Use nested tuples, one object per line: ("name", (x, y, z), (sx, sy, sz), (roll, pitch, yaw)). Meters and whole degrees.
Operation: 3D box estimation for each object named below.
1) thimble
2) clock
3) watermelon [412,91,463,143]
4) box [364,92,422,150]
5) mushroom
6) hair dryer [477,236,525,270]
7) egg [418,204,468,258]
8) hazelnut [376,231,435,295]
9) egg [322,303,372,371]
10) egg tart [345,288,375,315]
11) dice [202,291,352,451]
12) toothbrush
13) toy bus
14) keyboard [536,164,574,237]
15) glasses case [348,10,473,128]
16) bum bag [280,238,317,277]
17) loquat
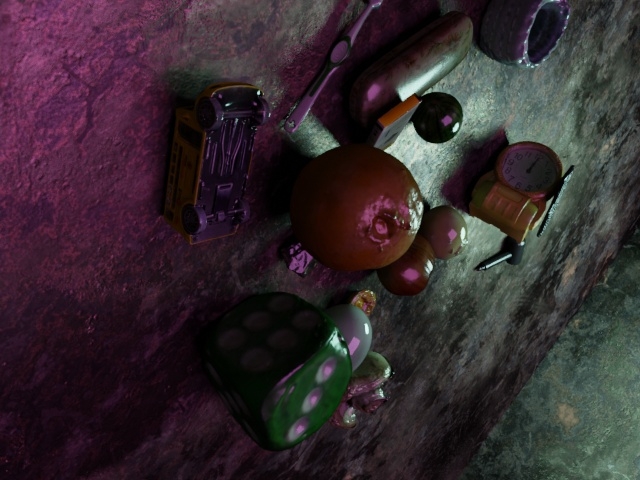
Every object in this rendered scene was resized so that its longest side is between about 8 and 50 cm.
("thimble", (0.588, -0.622, 1.827), (0.205, 0.172, 0.250), (28, 95, -50))
("clock", (0.683, -0.184, 2.190), (0.317, 0.244, 0.200), (-54, 163, -13))
("watermelon", (0.332, -0.333, 1.778), (0.140, 0.141, 0.187), (-54, 148, -4))
("box", (0.170, -0.279, 1.638), (0.129, 0.033, 0.247), (-38, 173, -18))
("mushroom", (0.093, 0.462, 2.040), (0.164, 0.189, 0.267), (22, 123, -37))
("hair dryer", (0.710, 0.060, 2.529), (0.248, 0.070, 0.114), (-19, 130, -27))
("egg", (0.392, -0.025, 2.040), (0.164, 0.164, 0.201), (-44, 142, -17))
("hazelnut", (0.248, 0.068, 1.948), (0.210, 0.210, 0.186), (-32, 159, -28))
("egg", (0.045, 0.309, 1.874), (0.183, 0.183, 0.264), (14, 111, -50))
("egg tart", (0.120, 0.199, 1.984), (0.130, 0.052, 0.130), (-25, 131, -32))
("dice", (-0.111, 0.328, 1.636), (0.297, 0.287, 0.300), (-35, 137, -25))
("toothbrush", (0.038, -0.425, 1.476), (0.418, 0.042, 0.040), (-56, 173, -3))
("toy bus", (-0.221, -0.167, 1.289), (0.144, 0.152, 0.330), (-16, 128, -47))
("keyboard", (0.783, -0.127, 2.124), (0.106, 0.016, 0.262), (-39, 149, -43))
("glasses case", (0.238, -0.440, 1.632), (0.425, 0.098, 0.156), (-39, 150, -22))
("bum bag", (0.001, 0.001, 1.706), (0.248, 0.069, 0.102), (-39, 102, -20))
("loquat", (0.083, -0.079, 1.536), (0.328, 0.328, 0.328), (-27, 133, -33))
